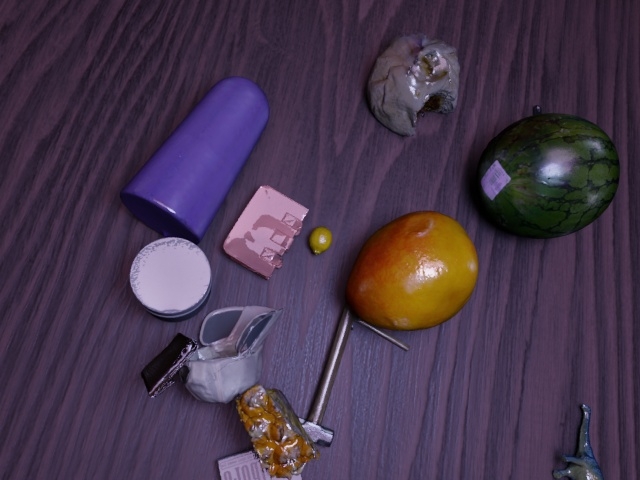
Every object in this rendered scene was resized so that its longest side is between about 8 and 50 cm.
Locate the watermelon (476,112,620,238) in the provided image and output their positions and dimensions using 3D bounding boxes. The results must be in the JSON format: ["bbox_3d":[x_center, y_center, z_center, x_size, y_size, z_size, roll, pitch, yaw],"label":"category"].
[{"bbox_3d":[0.602,-0.169,1.313,0.362,0.363,0.364,3,74,-10],"label":"watermelon"}]

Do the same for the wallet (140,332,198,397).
[{"bbox_3d":[-0.327,0.263,1.059,0.039,0.243,0.133,45,69,-11],"label":"wallet"}]

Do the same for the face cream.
[{"bbox_3d":[-0.345,0.096,1.150,0.177,0.153,0.178,4,73,-12],"label":"face cream"}]

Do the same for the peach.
[{"bbox_3d":[0.216,0.079,1.186,0.307,0.289,0.289,-4,75,-16],"label":"peach"}]

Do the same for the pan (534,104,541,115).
[{"bbox_3d":[0.681,-0.324,1.529,0.136,0.028,0.235,10,73,-8],"label":"pan"}]

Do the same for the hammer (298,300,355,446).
[{"bbox_3d":[0.026,0.310,1.213,0.111,0.043,0.366,20,73,-3],"label":"hammer"}]

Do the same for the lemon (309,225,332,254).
[{"bbox_3d":[0.000,0.000,1.289,0.062,0.062,0.083,17,72,-6],"label":"lemon"}]

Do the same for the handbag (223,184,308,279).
[{"bbox_3d":[-0.140,-0.021,1.271,0.157,0.059,0.213,29,73,0],"label":"handbag"}]

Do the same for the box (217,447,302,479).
[{"bbox_3d":[-0.137,0.534,1.125,0.177,0.036,0.115,-12,75,-14],"label":"box"}]

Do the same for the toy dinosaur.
[{"bbox_3d":[0.679,0.610,1.240,0.147,0.076,0.363,-3,71,-19],"label":"toy dinosaur"}]

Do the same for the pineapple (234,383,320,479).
[{"bbox_3d":[-0.102,0.406,1.085,0.114,0.186,0.237,-28,101,-5],"label":"pineapple"}]

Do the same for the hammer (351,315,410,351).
[{"bbox_3d":[0.152,0.239,1.275,0.182,0.017,0.062,32,72,-2],"label":"hammer"}]

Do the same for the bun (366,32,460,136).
[{"bbox_3d":[0.269,-0.464,1.398,0.281,0.205,0.282,3,72,-9],"label":"bun"}]

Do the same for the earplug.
[{"bbox_3d":[-0.280,-0.224,1.230,0.215,0.215,0.456,29,68,-2],"label":"earplug"}]

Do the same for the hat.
[{"bbox_3d":[-0.192,0.251,1.130,0.275,0.231,0.161,-49,118,-30],"label":"hat"}]
